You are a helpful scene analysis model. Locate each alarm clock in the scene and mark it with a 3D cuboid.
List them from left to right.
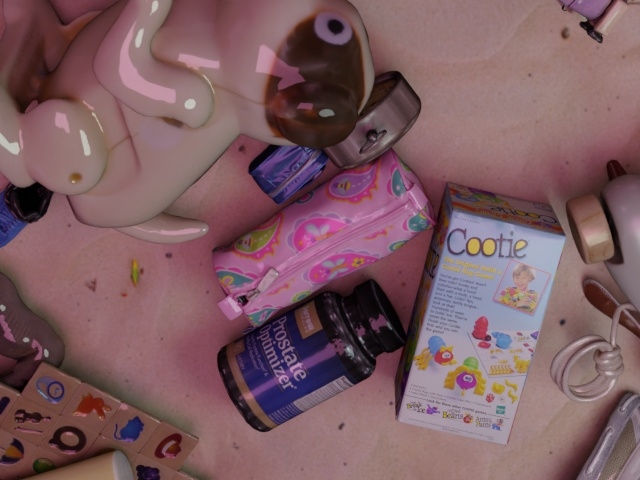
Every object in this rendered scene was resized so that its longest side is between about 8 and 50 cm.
[{"bbox_3d":[0.059,-0.133,1.783,0.129,0.192,0.064,-36,104,11],"label":"alarm clock"}]

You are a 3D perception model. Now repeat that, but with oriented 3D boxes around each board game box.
[{"bbox_3d":[0.192,0.088,1.873,0.144,0.142,0.275,13,106,-2],"label":"board game box"}]

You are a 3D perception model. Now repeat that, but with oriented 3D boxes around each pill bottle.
[{"bbox_3d":[-0.008,0.139,1.899,0.219,0.123,0.123,-30,104,9],"label":"pill bottle"}]

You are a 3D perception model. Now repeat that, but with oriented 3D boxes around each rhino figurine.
[{"bbox_3d":[-0.420,0.091,1.911,0.106,0.073,0.243,-35,106,15],"label":"rhino figurine"}]

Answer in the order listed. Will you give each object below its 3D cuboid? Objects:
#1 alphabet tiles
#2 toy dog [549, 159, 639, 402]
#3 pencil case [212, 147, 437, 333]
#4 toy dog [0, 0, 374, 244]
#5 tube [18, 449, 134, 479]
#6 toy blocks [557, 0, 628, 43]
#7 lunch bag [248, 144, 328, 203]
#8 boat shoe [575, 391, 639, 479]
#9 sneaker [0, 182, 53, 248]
[{"bbox_3d":[-0.328,0.309,1.974,0.342,0.011,0.285,29,113,-16],"label":"alphabet tiles"},{"bbox_3d":[0.395,0.032,1.877,0.220,0.161,0.334,1,121,-3],"label":"toy dog"},{"bbox_3d":[0.000,0.000,1.860,0.284,0.124,0.124,-29,104,8],"label":"pencil case"},{"bbox_3d":[-0.141,-0.168,1.695,0.408,0.284,0.395,-16,115,19],"label":"toy dog"},{"bbox_3d":[-0.358,0.333,1.947,0.240,0.062,0.070,-18,88,12],"label":"tube"},{"bbox_3d":[0.270,-0.437,1.646,0.260,0.288,0.309,31,106,-15],"label":"toy blocks"},{"bbox_3d":[-0.033,-0.094,1.859,0.098,0.067,0.065,-41,104,11],"label":"lunch bag"},{"bbox_3d":[0.350,0.349,1.978,0.118,0.103,0.320,10,117,-50],"label":"boat shoe"},{"bbox_3d":[-0.379,-0.037,1.869,0.152,0.084,0.058,-42,102,12],"label":"sneaker"}]
